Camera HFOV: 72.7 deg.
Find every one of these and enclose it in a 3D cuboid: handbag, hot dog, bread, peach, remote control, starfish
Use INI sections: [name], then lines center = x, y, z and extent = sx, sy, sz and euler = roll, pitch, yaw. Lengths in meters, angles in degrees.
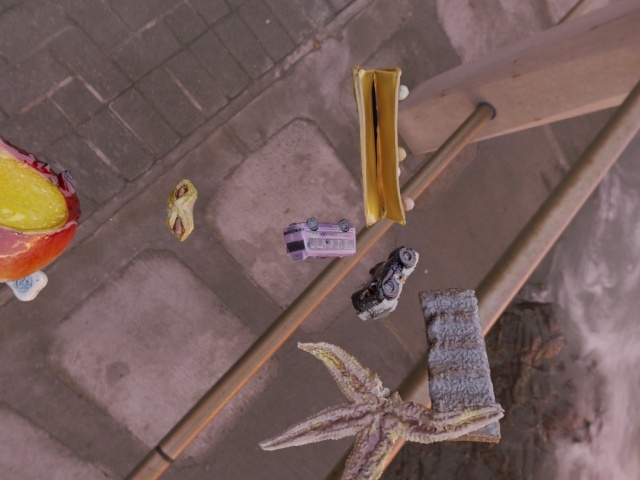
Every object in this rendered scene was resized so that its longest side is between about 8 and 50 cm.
[handbag]
center = 0.151, -0.254, 1.149
extent = 0.133, 0.283, 0.400
euler = -7, 110, 0
[hot dog]
center = -0.361, -0.084, 1.119
extent = 0.061, 0.078, 0.168
euler = 22, 66, -68
[bread]
center = 0.369, 0.324, 1.187
extent = 0.113, 0.166, 0.416
euler = 62, 25, -48
[peach]
center = -0.432, -0.046, 0.560
extent = 0.227, 0.190, 0.195
euler = 1, 79, 12
[remote control]
center = -0.659, 0.073, 0.948
extent = 0.122, 0.032, 0.074
euler = 39, 88, 5
[starfish]
center = 0.089, 0.372, 0.902
extent = 0.384, 0.398, 0.132
euler = -44, 151, -18

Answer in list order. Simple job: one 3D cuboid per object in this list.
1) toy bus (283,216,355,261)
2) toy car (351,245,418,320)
[toy bus]
center = 0.000, 0.000, 1.183
extent = 0.199, 0.096, 0.107
euler = 1, 81, -41
[toy car]
center = 0.233, 0.137, 1.481
extent = 0.118, 0.193, 0.301
euler = 43, 51, -2
